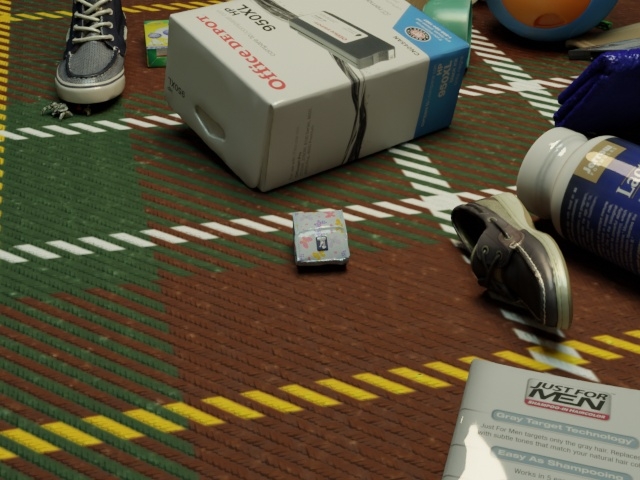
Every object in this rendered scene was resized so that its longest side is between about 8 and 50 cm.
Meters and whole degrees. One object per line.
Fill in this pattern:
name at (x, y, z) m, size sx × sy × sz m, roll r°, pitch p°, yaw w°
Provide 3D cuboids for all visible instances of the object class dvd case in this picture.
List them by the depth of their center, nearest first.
dvd case at (0.580, -0.335, 1.692) m, size 0.180 × 0.022 × 0.253 m, roll -13°, pitch 15°, yaw -19°

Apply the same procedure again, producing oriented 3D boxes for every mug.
mug at (0.234, -0.401, 1.832) m, size 0.097 × 0.129 × 0.158 m, roll 3°, pitch 56°, yaw 11°

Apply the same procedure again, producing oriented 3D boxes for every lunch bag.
lunch bag at (0.000, 0.000, 1.264) m, size 0.071 × 0.053 × 0.083 m, roll -3°, pitch 41°, yaw -3°

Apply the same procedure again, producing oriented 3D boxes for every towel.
towel at (0.543, -0.255, 1.540) m, size 0.308 × 0.228 × 0.076 m, roll -8°, pitch 72°, yaw -12°

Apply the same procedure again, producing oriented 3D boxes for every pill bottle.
pill bottle at (0.394, -0.046, 1.251) m, size 0.153 × 0.153 × 0.264 m, roll -25°, pitch 39°, yaw -35°

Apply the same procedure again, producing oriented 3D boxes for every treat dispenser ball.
treat dispenser ball at (0.459, -0.539, 1.920) m, size 0.288 × 0.288 × 0.288 m, roll 0°, pitch 32°, yaw 0°

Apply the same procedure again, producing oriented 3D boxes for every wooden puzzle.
wooden puzzle at (0.634, -0.368, 1.887) m, size 0.221 × 0.044 × 0.238 m, roll -17°, pitch 31°, yaw -26°

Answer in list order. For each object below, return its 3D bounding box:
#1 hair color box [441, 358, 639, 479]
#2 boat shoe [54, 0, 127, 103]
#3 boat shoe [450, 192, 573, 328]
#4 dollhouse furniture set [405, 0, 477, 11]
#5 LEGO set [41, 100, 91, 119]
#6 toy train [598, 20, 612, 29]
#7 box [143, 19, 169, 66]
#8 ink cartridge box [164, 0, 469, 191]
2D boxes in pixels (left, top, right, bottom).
hair color box at (0.179, 0.264, 0.782) m, size 0.185 × 0.114 × 0.374 m, roll 10°, pitch 33°, yaw 13°
boat shoe at (-0.414, -0.371, 1.745) m, size 0.127 × 0.158 × 0.340 m, roll -4°, pitch 30°, yaw -7°
boat shoe at (0.229, 0.024, 1.190) m, size 0.092 × 0.103 × 0.285 m, roll -8°, pitch 29°, yaw -4°
dollhouse furniture set at (0.137, -0.568, 2.098) m, size 0.394 × 0.256 × 0.362 m, roll 35°, pitch 42°, yaw 12°
LEGO set at (-0.432, -0.226, 1.647) m, size 0.083 × 0.023 × 0.054 m, roll -15°, pitch 35°, yaw -23°
toy train at (0.582, -0.466, 2.062) m, size 0.023 × 0.017 × 0.083 m, roll -14°, pitch 33°, yaw -40°
box at (-0.292, -0.393, 1.905) m, size 0.105 × 0.043 × 0.179 m, roll -5°, pitch 31°, yaw -10°
ink cartridge box at (-0.009, -0.266, 1.546) m, size 0.395 × 0.166 × 0.285 m, roll -23°, pitch 50°, yaw -32°
